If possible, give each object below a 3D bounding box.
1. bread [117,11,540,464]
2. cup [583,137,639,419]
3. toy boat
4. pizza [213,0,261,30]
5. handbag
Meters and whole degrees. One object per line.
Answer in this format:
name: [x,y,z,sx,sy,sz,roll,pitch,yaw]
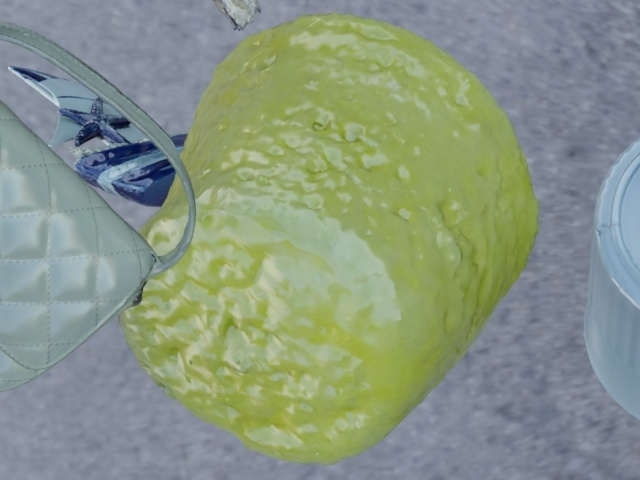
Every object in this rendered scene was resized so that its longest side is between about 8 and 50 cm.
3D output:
bread: [0.000,0.000,1.458,0.348,0.307,0.348,15,129,19]
cup: [0.435,0.052,1.699,0.331,0.311,0.256,23,72,19]
toy boat: [-0.262,-0.125,1.938,0.292,0.210,0.070,26,113,4]
pizza: [-0.102,-0.258,1.372,0.052,0.185,0.195,-32,73,1]
handbag: [-0.213,-0.030,1.099,0.219,0.256,0.079,-36,29,14]
